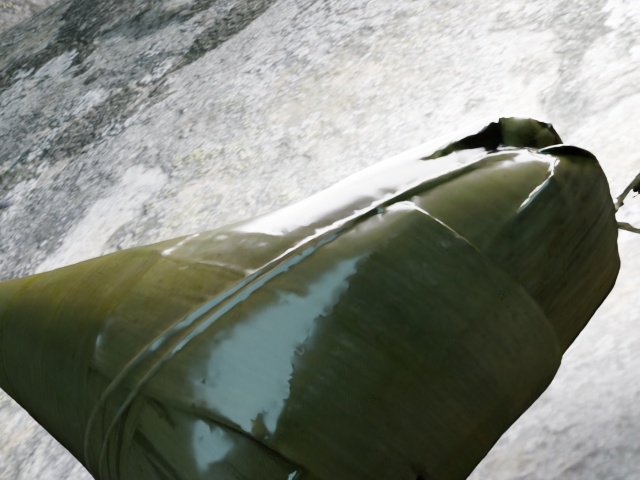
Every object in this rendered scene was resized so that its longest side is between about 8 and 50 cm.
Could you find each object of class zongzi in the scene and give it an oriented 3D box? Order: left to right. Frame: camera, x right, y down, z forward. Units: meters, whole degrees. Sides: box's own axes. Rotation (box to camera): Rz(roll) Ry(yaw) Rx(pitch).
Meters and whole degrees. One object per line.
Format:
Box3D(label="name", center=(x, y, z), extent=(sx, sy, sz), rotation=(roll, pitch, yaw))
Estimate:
Box3D(label="zongzi", center=(0.000, 0.000, 0.916), extent=(0.418, 0.181, 0.447), rotation=(33, 71, 34))
